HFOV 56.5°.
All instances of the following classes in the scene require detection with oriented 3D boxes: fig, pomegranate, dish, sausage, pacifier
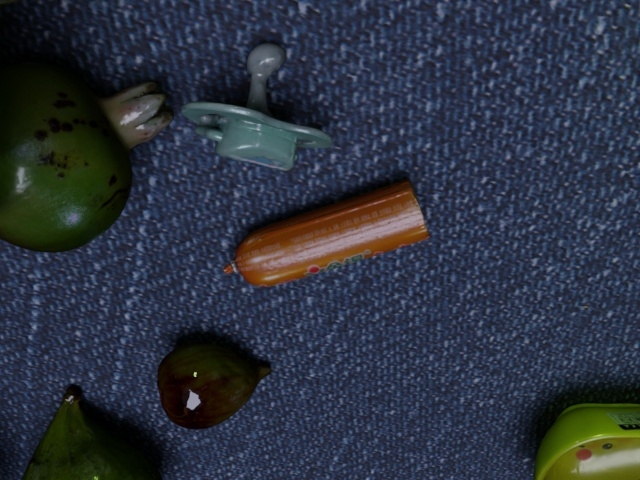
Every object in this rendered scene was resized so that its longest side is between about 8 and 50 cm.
[{"bbox_3d":[-0.132,0.181,0.772,0.154,0.103,0.109,-13,136,-28],"label":"fig"},{"bbox_3d":[-0.337,0.327,0.846,0.203,0.203,0.235,-19,83,11],"label":"fig"},{"bbox_3d":[-0.237,-0.089,0.552,0.209,0.180,0.180,-31,122,-6],"label":"pomegranate"},{"bbox_3d":[0.430,0.306,0.861,0.262,0.108,0.221,-9,124,6],"label":"dish"},{"bbox_3d":[0.000,0.000,0.665,0.234,0.071,0.071,-18,123,10],"label":"sausage"},{"bbox_3d":[-0.059,-0.130,0.575,0.150,0.126,0.117,8,88,-26],"label":"pacifier"}]

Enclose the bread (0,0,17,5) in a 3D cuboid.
[{"bbox_3d":[-0.263,-0.323,0.374,0.187,0.155,0.338,11,135,43],"label":"bread"}]
